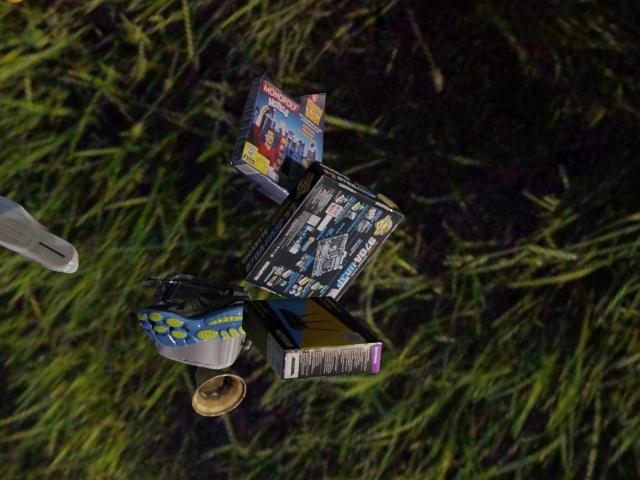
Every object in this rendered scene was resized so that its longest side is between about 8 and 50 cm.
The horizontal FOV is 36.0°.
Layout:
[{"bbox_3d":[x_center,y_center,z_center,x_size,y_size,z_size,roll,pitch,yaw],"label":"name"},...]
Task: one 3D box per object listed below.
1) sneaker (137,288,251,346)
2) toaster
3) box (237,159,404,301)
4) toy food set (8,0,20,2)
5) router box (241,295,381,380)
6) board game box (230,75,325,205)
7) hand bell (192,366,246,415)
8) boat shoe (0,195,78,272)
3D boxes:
[{"bbox_3d":[-0.193,0.119,1.543,0.188,0.078,0.067,-6,118,8],"label":"sneaker"},{"bbox_3d":[-0.247,0.162,1.969,0.226,0.129,0.147,10,124,8],"label":"toaster"},{"bbox_3d":[0.000,0.000,1.568,0.175,0.051,0.220,24,112,-34],"label":"box"},{"bbox_3d":[-0.550,-0.414,1.426,0.232,0.111,0.104,27,149,-2],"label":"toy food set"},{"bbox_3d":[-0.016,0.125,1.295,0.179,0.133,0.046,-141,52,-63],"label":"router box"},{"bbox_3d":[-0.061,-0.172,1.582,0.060,0.194,0.194,-4,154,38],"label":"board game box"},{"bbox_3d":[-0.271,0.278,2.281,0.242,0.126,0.126,-124,14,-47],"label":"hand bell"},{"bbox_3d":[-0.560,-0.002,1.872,0.226,0.083,0.076,36,160,7],"label":"boat shoe"}]
